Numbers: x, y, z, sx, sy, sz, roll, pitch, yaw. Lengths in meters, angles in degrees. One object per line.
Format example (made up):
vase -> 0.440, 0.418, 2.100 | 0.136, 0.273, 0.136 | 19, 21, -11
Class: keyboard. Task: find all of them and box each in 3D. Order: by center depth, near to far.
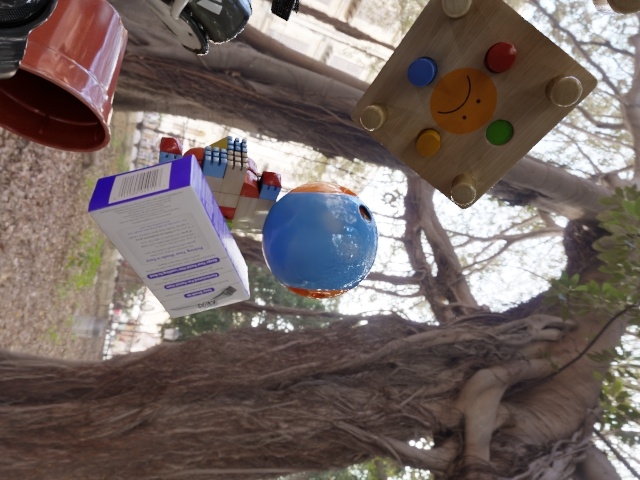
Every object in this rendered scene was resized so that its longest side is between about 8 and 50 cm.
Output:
keyboard -> -0.105, -0.832, 1.355 | 0.192, 0.100, 0.038 | 127, -20, -55

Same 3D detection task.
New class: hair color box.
hair color box -> -0.283, 0.009, 0.822 | 0.110, 0.185, 0.339 | -105, -178, -46

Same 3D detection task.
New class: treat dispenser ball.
treat dispenser ball -> 0.000, 0.000, 0.990 | 0.288, 0.288, 0.288 | -41, -137, 55

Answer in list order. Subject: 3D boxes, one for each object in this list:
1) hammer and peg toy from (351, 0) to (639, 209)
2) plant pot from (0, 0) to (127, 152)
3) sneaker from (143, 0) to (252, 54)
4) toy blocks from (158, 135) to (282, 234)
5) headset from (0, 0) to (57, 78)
hammer and peg toy -> 0.237, -0.251, 0.578 | 0.361, 0.266, 0.127 | -52, 179, 32
plant pot -> -0.544, -0.373, 0.833 | 0.272, 0.272, 0.265 | -34, -135, 58
sneaker -> -0.126, -0.275, 0.286 | 0.169, 0.257, 0.447 | -47, -147, 7
toy blocks -> -0.253, -0.145, 1.003 | 0.261, 0.381, 0.191 | 121, -32, -46
headset -> -0.402, -0.341, 0.398 | 0.394, 0.185, 0.243 | -34, -93, 41
